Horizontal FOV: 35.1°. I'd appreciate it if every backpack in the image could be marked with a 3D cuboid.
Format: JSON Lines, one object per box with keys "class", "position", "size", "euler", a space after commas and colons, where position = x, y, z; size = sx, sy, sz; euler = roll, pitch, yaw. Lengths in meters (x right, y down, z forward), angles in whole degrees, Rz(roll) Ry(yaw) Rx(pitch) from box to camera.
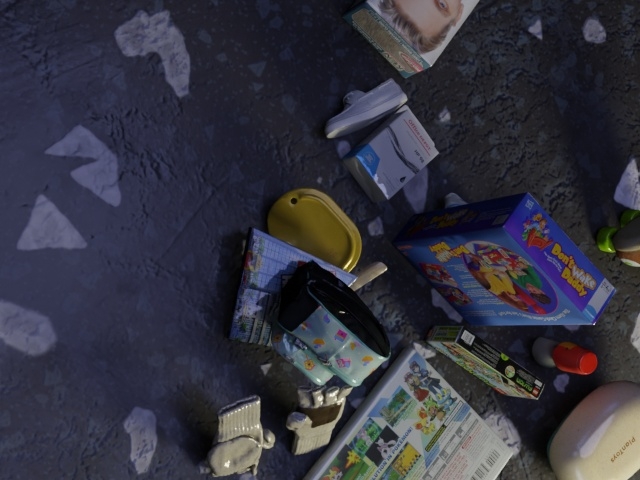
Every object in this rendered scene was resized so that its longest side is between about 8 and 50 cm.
{"class": "backpack", "position": [0.016, 0.146, 1.609], "size": [0.188, 0.166, 0.144], "euler": [35, 104, -13]}

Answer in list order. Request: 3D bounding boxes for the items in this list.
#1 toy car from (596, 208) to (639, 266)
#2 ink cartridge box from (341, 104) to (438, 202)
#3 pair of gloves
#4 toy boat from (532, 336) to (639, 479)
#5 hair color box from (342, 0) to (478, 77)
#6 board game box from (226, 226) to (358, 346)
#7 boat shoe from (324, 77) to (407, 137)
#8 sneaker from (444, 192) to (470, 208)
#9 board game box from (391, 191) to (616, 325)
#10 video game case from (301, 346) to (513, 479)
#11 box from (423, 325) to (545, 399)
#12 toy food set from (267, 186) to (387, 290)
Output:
{"class": "toy car", "position": [0.676, 0.045, 2.046], "size": [0.149, 0.155, 0.188], "euler": [-33, 112, -24]}
{"class": "ink cartridge box", "position": [0.139, -0.165, 1.847], "size": [0.180, 0.060, 0.104], "euler": [-43, 103, -22]}
{"class": "pair of gloves", "position": [-0.069, 0.313, 1.647], "size": [0.240, 0.204, 0.042], "euler": [-11, 49, -26]}
{"class": "toy boat", "position": [0.518, 0.323, 1.957], "size": [0.267, 0.148, 0.318], "euler": [-33, 107, -19]}
{"class": "hair color box", "position": [0.214, -0.491, 1.885], "size": [0.174, 0.105, 0.347], "euler": [41, 71, -17]}
{"class": "board game box", "position": [-0.044, 0.090, 1.704], "size": [0.194, 0.060, 0.194], "euler": [11, 90, -10]}
{"class": "boat shoe", "position": [0.074, -0.242, 1.824], "size": [0.184, 0.066, 0.063], "euler": [-29, 84, -22]}
{"class": "sneaker", "position": [0.296, -0.026, 1.910], "size": [0.071, 0.083, 0.190], "euler": [-33, 126, 19]}
{"class": "board game box", "position": [0.305, 0.043, 1.751], "size": [0.233, 0.347, 0.078], "euler": [45, 68, -16]}
{"class": "video game case", "position": [0.161, 0.412, 1.825], "size": [0.300, 0.036, 0.329], "euler": [46, 70, -15]}
{"class": "box", "position": [0.301, 0.224, 1.863], "size": [0.207, 0.114, 0.036], "euler": [35, 73, -18]}
{"class": "toy food set", "position": [0.000, 0.000, 1.771], "size": [0.128, 0.071, 0.218], "euler": [-40, 102, 2]}
